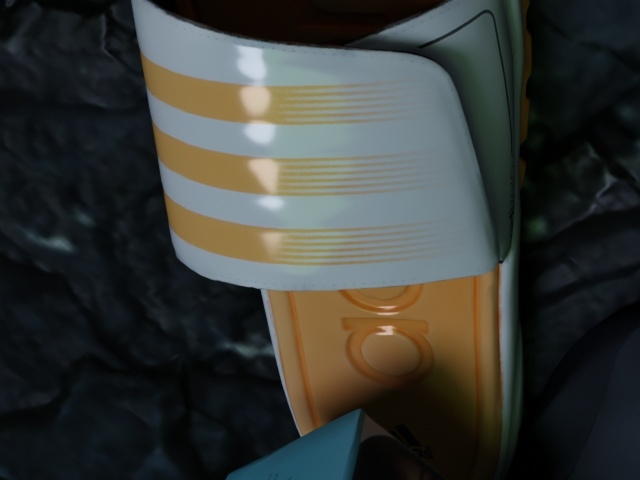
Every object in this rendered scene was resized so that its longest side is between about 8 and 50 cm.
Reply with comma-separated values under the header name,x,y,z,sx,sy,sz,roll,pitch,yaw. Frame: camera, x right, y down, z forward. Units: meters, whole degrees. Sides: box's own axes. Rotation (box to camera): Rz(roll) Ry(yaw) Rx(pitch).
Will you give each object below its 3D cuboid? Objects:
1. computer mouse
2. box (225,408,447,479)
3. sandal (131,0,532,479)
name,x,y,z,sx,sy,sz,roll,pitch,yaw
computer mouse,0.088,0.112,0.567,0.071,0.041,0.242,17,131,4
box,0.066,0.164,0.518,0.244,0.100,0.060,41,130,-23
sandal,0.010,0.001,0.480,0.102,0.076,0.265,-1,127,18
